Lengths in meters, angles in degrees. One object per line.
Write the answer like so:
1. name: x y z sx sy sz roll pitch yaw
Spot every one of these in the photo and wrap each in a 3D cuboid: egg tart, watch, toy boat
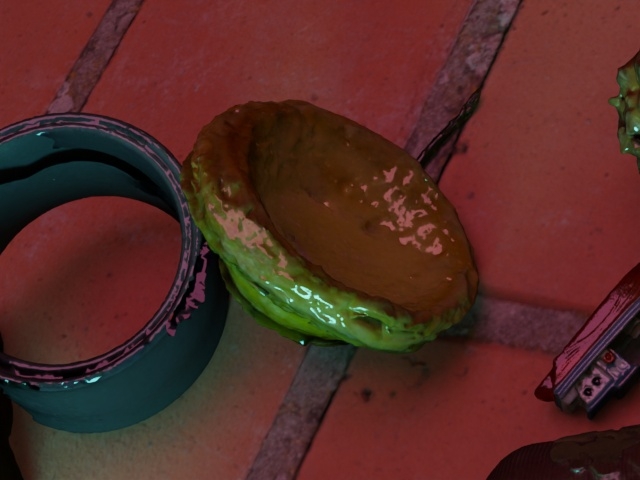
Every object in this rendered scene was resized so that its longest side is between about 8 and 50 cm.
1. egg tart: 0.000 0.000 1.319 0.123 0.294 0.294 -53 38 36
2. watch: -0.247 0.066 1.405 0.327 0.314 0.335 -23 64 -1
3. toy boat: 0.254 0.080 1.222 0.059 0.069 0.173 39 83 20

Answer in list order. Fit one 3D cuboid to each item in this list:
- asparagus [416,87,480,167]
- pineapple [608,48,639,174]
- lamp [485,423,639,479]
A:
1. asparagus: 0.110 -0.087 1.454 0.163 0.016 0.016 -50 23 -11
2. pineapple: 0.382 -0.023 1.148 0.223 0.223 0.357 -26 65 11
3. lamp: 0.217 0.225 1.079 0.258 0.180 0.180 -13 53 23
